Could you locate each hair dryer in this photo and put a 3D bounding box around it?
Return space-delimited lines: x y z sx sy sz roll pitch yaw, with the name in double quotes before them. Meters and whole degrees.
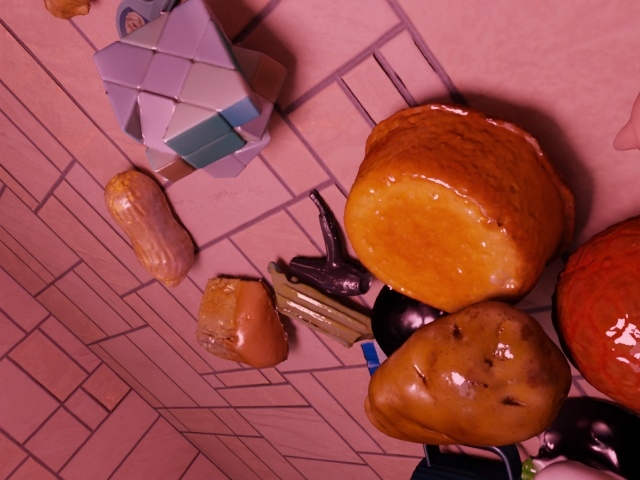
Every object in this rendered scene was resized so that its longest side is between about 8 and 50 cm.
"hair dryer" 0.000 0.000 1.010 0.196 0.075 0.219 14 127 41

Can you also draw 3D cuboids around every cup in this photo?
"cup" 0.355 0.603 1.193 0.292 0.242 0.308 -9 126 46

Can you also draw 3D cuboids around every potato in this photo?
"potato" 0.179 0.211 0.737 0.176 0.196 0.369 66 151 19

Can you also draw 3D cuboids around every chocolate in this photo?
"chocolate" -0.389 -0.025 1.230 0.134 0.134 0.309 6 129 35

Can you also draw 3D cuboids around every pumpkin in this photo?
"pumpkin" 0.200 0.141 0.897 0.233 0.163 0.233 22 144 17

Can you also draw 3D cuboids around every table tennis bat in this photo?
"table tennis bat" -0.266 -0.352 0.863 0.149 0.038 0.237 44 145 -8

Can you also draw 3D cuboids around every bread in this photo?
"bread" -0.187 0.216 1.286 0.204 0.162 0.262 -1 120 36
"bread" 0.179 -0.036 0.720 0.312 0.172 0.312 24 143 19

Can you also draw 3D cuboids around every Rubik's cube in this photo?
"Rubik's cube" -0.177 -0.215 0.797 0.224 0.265 0.213 66 -174 14

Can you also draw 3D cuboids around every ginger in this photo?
"ginger" -0.400 -0.427 0.854 0.206 0.081 0.115 -6 157 33

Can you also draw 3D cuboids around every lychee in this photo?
"lychee" 0.408 0.085 0.615 0.255 0.255 0.300 50 151 -15

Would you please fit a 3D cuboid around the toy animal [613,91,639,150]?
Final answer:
"toy animal" 0.424 -0.090 0.491 0.250 0.166 0.154 34 171 9

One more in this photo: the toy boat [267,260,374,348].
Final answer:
"toy boat" -0.008 0.149 1.123 0.276 0.084 0.111 30 163 8

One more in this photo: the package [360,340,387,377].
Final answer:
"package" 0.183 0.260 1.100 0.173 0.027 0.171 -7 128 13

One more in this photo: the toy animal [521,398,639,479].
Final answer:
"toy animal" 0.456 0.422 0.906 0.213 0.266 0.212 25 146 18
